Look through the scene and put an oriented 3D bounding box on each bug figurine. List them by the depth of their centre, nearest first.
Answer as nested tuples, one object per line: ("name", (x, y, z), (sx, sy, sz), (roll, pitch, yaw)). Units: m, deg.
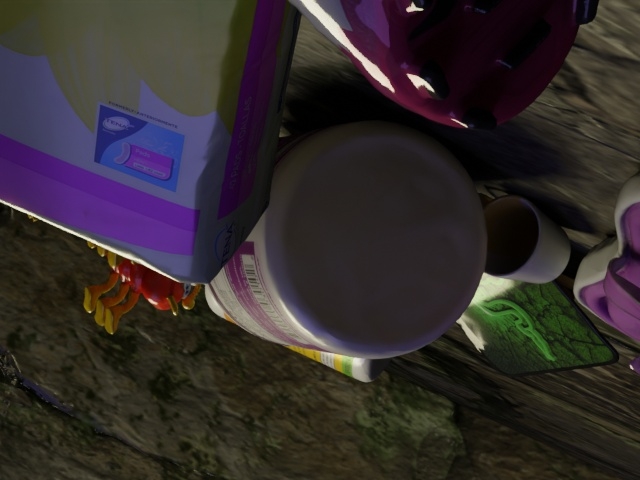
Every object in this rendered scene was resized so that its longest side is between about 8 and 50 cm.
("bug figurine", (-0.157, -0.079, 1.370), (0.216, 0.072, 0.279), (41, 138, 33))

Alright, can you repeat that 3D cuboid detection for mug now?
("mug", (0.153, -0.003, 1.348), (0.062, 0.078, 0.064), (-21, 153, 33))

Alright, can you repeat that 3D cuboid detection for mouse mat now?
("mouse mat", (0.140, 0.041, 1.472), (0.189, 0.007, 0.153), (49, 150, -16))

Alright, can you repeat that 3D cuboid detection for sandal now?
("sandal", (0.247, 0.052, 1.182), (0.169, 0.102, 0.416), (25, 172, 6))

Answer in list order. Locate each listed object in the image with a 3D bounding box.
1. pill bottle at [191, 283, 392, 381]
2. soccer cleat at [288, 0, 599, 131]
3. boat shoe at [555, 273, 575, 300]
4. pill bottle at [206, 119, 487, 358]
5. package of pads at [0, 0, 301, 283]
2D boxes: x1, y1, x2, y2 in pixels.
("pill bottle", (-0.031, 0.035, 1.836), (0.246, 0.136, 0.136), (24, 172, 14))
("soccer cleat", (-0.003, -0.156, 0.659), (0.143, 0.116, 0.331), (40, 180, 35))
("boat shoe", (0.120, 0.029, 1.560), (0.207, 0.073, 0.073), (21, 172, 25))
("pill bottle", (0.000, 0.000, 1.389), (0.169, 0.169, 0.301), (28, 173, -15))
("package of pads", (-0.153, -0.133, 0.863), (0.297, 0.101, 0.229), (22, 135, 10))
